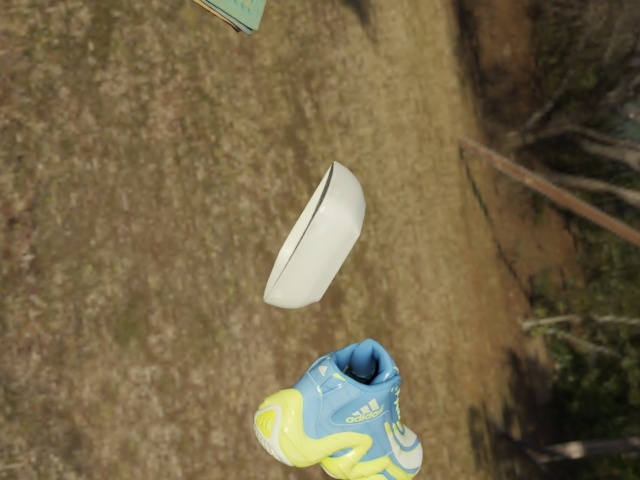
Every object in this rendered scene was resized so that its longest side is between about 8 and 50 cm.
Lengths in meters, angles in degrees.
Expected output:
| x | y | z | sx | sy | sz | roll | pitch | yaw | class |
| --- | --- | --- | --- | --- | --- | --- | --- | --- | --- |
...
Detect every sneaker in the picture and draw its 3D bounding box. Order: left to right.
| x | y | z | sx | sy | sz | roll | pitch | yaw | class |
| --- | --- | --- | --- | --- | --- | --- | --- | --- | --- |
| 0.051 | 0.163 | 1.055 | 0.240 | 0.126 | 0.091 | 20 | 27 | -53 | sneaker |

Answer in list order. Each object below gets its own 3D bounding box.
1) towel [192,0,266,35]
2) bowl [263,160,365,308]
| x | y | z | sx | sy | sz | roll | pitch | yaw | class |
| --- | --- | --- | --- | --- | --- | --- | --- | --- | --- |
| -0.178 | -0.480 | 1.541 | 0.370 | 0.040 | 0.271 | 26 | 78 | -48 | towel |
| 0.000 | 0.000 | 1.151 | 0.142 | 0.053 | 0.142 | -59 | -175 | 22 | bowl |
